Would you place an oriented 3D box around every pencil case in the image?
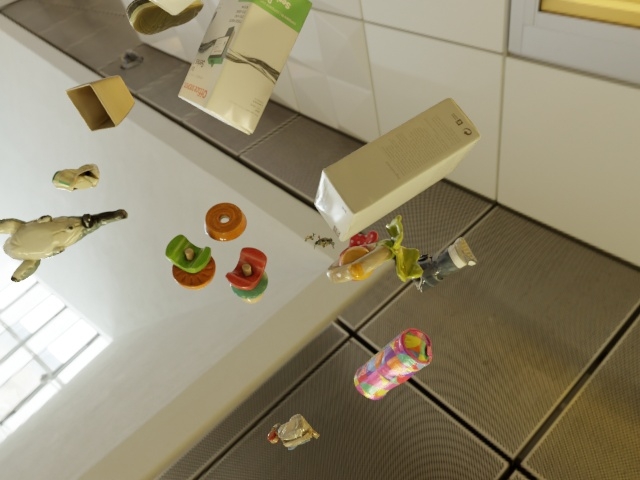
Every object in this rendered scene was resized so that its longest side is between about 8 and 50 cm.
[{"bbox_3d":[0.180,0.311,1.244,0.105,0.236,0.104,18,-134,-20],"label":"pencil case"}]

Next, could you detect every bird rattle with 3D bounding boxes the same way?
[{"bbox_3d":[0.100,0.032,1.164,0.207,0.143,0.254,-27,-166,-31],"label":"bird rattle"}]

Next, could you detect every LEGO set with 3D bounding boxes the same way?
[{"bbox_3d":[0.001,-0.001,1.115,0.054,0.083,0.023,-19,-124,19],"label":"LEGO set"}]

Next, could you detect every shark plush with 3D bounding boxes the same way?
[{"bbox_3d":[-0.304,-0.018,0.579,0.161,0.073,0.067,-27,-169,12],"label":"shark plush"}]

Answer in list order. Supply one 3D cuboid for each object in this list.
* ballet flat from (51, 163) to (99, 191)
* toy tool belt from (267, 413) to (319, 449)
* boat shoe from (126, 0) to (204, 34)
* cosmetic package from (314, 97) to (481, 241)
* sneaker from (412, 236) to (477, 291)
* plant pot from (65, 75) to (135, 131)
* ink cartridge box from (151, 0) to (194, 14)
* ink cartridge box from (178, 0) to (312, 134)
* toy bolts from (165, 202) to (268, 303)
[{"bbox_3d":[-0.505,-0.128,1.068,0.052,0.057,0.168,23,-164,-2],"label":"ballet flat"},{"bbox_3d":[-0.046,0.342,0.871,0.083,0.051,0.052,-34,-156,25],"label":"toy tool belt"},{"bbox_3d":[-0.315,-0.463,0.983,0.080,0.073,0.223,-37,-169,33],"label":"boat shoe"},{"bbox_3d":[0.109,-0.103,0.737,0.231,0.117,0.085,-31,-103,-17],"label":"cosmetic package"},{"bbox_3d":[0.332,0.067,1.369,0.163,0.226,0.086,-35,-105,25],"label":"sneaker"},{"bbox_3d":[-0.516,-0.337,1.200,0.109,0.109,0.096,1,-140,34],"label":"plant pot"},{"bbox_3d":[-0.215,-0.491,0.643,0.198,0.197,0.270,-25,-104,22],"label":"ink cartridge box"},{"bbox_3d":[-0.128,-0.299,0.801,0.160,0.093,0.219,35,-79,53],"label":"ink cartridge box"},{"bbox_3d":[-0.216,0.051,1.197,0.229,0.158,0.218,27,-119,14],"label":"toy bolts"}]
